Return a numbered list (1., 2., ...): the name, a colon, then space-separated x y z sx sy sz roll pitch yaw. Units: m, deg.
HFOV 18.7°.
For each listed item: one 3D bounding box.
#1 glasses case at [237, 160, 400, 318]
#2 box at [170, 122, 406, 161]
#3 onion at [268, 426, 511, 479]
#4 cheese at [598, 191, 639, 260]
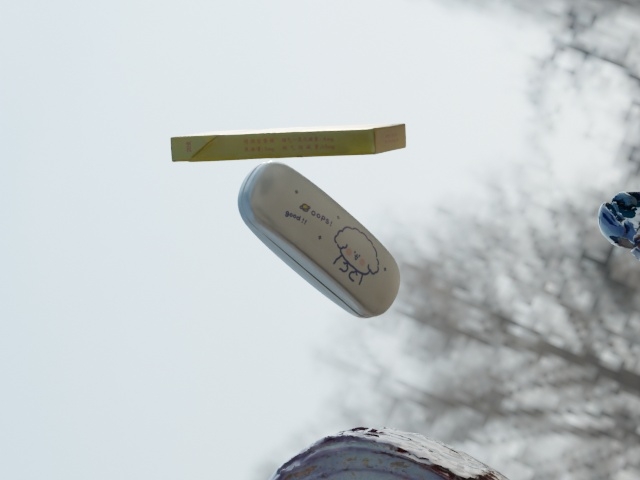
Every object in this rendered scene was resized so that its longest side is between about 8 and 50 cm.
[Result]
1. glasses case: 0.000 0.000 1.888 0.049 0.197 0.076 -21 35 50
2. box: -0.023 -0.072 1.416 0.087 0.155 0.023 -27 -65 -71
3. onion: 0.092 0.326 1.689 0.282 0.336 0.260 -33 -20 14
4. cheese: 0.284 0.050 1.197 0.329 0.217 0.129 -123 33 -54
